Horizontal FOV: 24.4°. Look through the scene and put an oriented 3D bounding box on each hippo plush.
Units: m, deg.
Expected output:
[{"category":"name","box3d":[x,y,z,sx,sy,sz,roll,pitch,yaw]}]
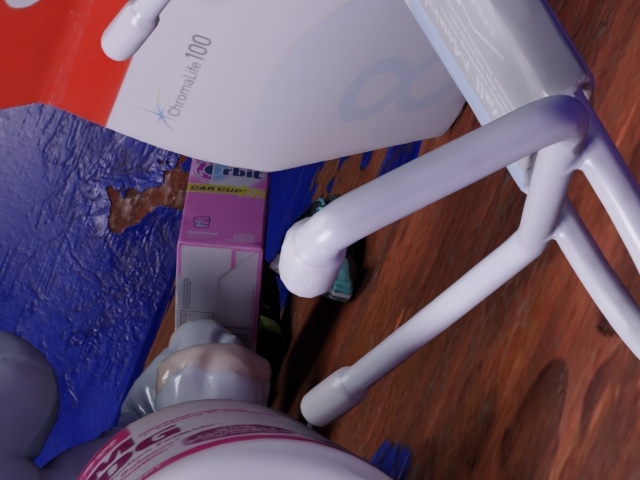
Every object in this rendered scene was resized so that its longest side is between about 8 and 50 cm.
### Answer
[{"category":"hippo plush","box3d":[-0.177,0.182,1.002,0.234,0.236,0.294,133,145,-69]}]

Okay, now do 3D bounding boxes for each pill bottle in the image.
[{"category":"pill bottle","box3d":[-0.042,0.156,0.675,0.283,0.160,0.160,171,119,-80]}]

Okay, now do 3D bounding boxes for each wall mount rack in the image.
[{"category":"wall mount rack","box3d":[-0.007,-0.069,0.550,0.130,0.350,0.304,-28,-13,-4]}]

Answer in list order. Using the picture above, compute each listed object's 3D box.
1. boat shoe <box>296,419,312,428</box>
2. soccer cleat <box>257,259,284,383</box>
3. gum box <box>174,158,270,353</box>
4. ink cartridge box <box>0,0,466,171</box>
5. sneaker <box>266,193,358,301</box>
[{"category":"boat shoe","box3d":[-0.035,0.146,1.041,0.125,0.038,0.046,140,150,-72]},{"category":"soccer cleat","box3d":[-0.055,0.077,1.275,0.072,0.060,0.179,-47,29,43]},{"category":"gum box","box3d":[-0.076,0.043,1.130,0.107,0.062,0.188,-88,3,-52]},{"category":"ink cartridge box","box3d":[-0.032,-0.148,0.754,0.091,0.385,0.308,57,142,22]},{"category":"sneaker","box3d":[0.000,0.000,1.098,0.076,0.065,0.166,-66,11,-2]}]
